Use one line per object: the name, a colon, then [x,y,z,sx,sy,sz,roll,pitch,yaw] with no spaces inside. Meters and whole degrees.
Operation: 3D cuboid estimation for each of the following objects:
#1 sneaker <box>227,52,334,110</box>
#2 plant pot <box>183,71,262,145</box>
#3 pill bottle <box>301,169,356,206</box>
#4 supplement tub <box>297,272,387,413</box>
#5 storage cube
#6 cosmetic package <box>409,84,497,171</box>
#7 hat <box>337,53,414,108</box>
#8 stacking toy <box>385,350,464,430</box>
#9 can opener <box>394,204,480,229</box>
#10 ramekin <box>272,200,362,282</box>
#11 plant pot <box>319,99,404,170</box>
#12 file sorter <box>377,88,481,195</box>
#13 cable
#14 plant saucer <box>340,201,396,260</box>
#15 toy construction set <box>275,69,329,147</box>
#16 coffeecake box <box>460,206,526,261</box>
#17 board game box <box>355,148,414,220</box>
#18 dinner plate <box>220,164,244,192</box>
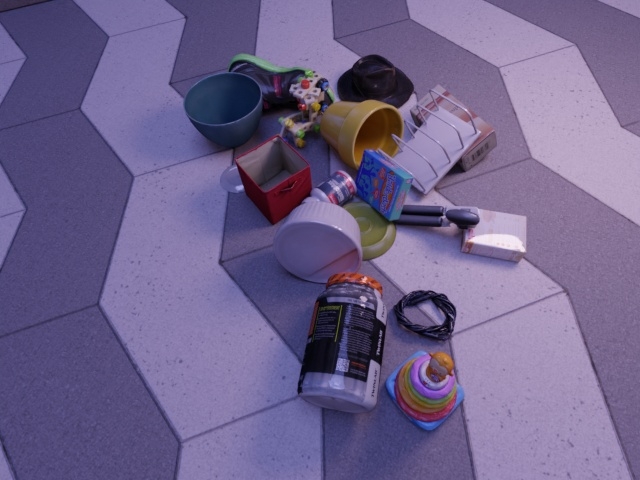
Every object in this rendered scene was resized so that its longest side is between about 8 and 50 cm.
sneaker: [-0.168,-0.615,1.755,0.484,0.185,0.202,17,83,14]
plant pot: [-0.355,-0.476,1.639,0.291,0.195,0.289,-2,58,3]
pill bottle: [0.028,-0.153,1.467,0.180,0.107,0.108,-40,64,-19]
supplement tub: [0.068,0.271,1.145,0.208,0.207,0.337,8,60,8]
storage cube: [-0.155,-0.205,1.462,0.184,0.193,0.215,-34,63,-17]
cosmetic package: [0.488,-0.417,1.566,0.153,0.129,0.296,-43,61,8]
hat: [0.231,-0.693,1.776,0.332,0.133,0.330,-2,57,2]
stacking toy: [0.272,0.339,1.034,0.166,0.301,0.175,-37,64,-18]
can opener: [0.375,-0.087,1.379,0.281,0.093,0.074,4,70,29]
ramekin: [0.000,0.000,1.294,0.273,0.272,0.127,7,46,8]
plant pot: [0.133,-0.401,1.548,0.254,0.253,0.239,-37,48,-18]
file sorter: [0.363,-0.336,1.433,0.277,0.173,0.193,-49,61,8]
cable: [0.311,0.211,1.261,0.185,0.047,0.150,15,60,13]
plant saucer: [0.138,-0.045,1.436,0.241,0.037,0.240,-2,58,3]
toy construction set: [-0.064,-0.495,1.560,0.215,0.327,0.151,-37,80,-22]
coffeecake box: [0.561,-0.021,1.376,0.186,0.068,0.142,11,60,10]
board game box: [0.204,-0.189,1.421,0.047,0.160,0.210,-11,40,-34]
dinner plate: [-0.310,-0.239,1.596,0.142,0.017,0.141,-1,59,2]
